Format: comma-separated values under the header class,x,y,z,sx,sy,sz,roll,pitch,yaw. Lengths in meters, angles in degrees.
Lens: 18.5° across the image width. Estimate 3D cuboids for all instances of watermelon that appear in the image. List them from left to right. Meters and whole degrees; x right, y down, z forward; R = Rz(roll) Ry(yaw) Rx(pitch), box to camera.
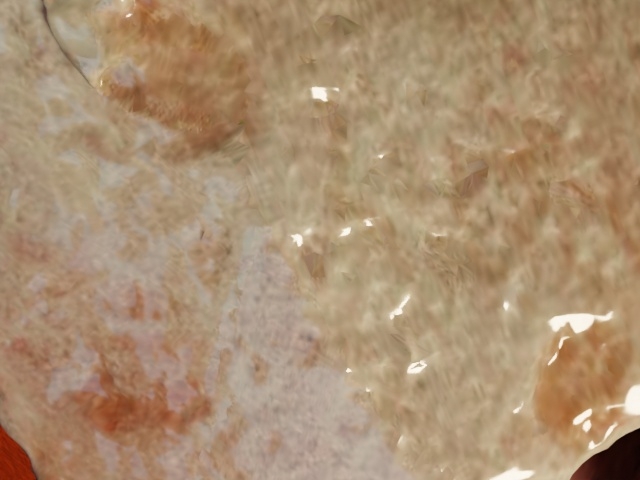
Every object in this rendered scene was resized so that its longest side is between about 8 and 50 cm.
class,x,y,z,sx,sy,sz,roll,pitch,yaw
watermelon,0.000,0.000,0.574,0.387,0.258,0.228,11,168,1

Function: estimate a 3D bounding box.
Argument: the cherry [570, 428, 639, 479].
class,x,y,z,sx,sy,sz,roll,pitch,yaw
cherry,0.012,0.060,0.782,0.285,0.213,0.236,37,-163,-35
